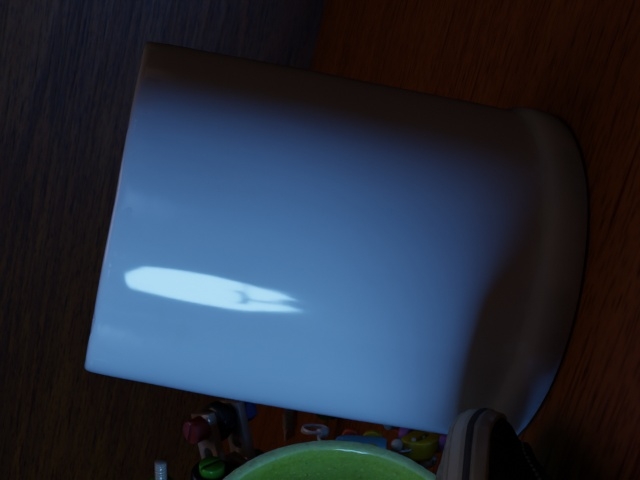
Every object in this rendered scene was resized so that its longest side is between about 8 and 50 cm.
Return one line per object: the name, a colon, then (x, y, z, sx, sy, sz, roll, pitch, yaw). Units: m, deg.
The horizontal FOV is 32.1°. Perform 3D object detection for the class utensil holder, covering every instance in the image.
utensil holder: (0.000, 0.000, 1.031, 0.327, 0.386, 0.327, -169, 90, -79)

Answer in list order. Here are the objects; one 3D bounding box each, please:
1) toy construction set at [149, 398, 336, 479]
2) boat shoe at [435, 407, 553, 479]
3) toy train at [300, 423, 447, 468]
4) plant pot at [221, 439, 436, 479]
toy construction set: (-0.071, 0.355, 1.619, 0.309, 0.258, 0.237, -57, -27, -59)
boat shoe: (0.137, 0.257, 0.705, 0.500, 0.156, 0.186, -73, -9, -76)
toy train: (0.067, 0.215, 1.164, 0.125, 0.166, 0.046, 13, 104, 56)
plant pot: (0.007, 0.376, 1.055, 0.276, 0.276, 0.253, -91, 4, -48)
